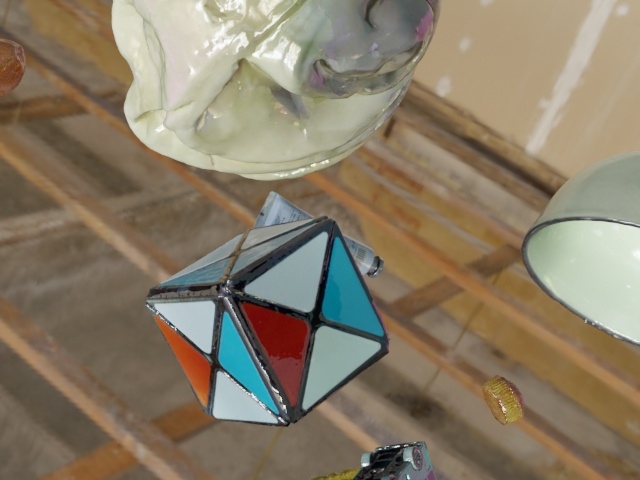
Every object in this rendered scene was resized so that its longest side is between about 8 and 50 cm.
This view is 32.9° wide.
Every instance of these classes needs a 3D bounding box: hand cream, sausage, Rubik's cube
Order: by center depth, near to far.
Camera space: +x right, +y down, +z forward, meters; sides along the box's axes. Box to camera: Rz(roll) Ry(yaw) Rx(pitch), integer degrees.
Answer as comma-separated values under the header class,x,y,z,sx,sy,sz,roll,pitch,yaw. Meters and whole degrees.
class,x,y,z,sx,sy,sz,roll,pitch,yaw
Rubik's cube,-0.081,0.124,1.702,0.248,0.250,0.246,-36,-163,-35
sausage,-0.620,-0.270,1.858,0.113,0.259,0.113,56,-157,-38
hand cream,0.000,0.000,1.977,0.271,0.091,0.058,24,-176,-29

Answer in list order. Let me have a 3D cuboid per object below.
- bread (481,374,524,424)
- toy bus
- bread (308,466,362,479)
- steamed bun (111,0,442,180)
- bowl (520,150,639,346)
class,x,y,z,sx,sy,sz,roll,pitch,yaw
bread,0.315,0.269,1.848,0.053,0.085,0.085,-26,-134,-11
toy bus,0.080,0.318,1.326,0.160,0.079,0.091,-34,-73,-59
bread,0.046,0.518,1.628,0.324,0.143,0.333,-7,-119,-30
steamed bun,-0.013,-0.172,0.860,0.268,0.280,0.207,-16,-143,-26
bowl,0.454,-0.002,1.388,0.354,0.354,0.185,27,-110,5
